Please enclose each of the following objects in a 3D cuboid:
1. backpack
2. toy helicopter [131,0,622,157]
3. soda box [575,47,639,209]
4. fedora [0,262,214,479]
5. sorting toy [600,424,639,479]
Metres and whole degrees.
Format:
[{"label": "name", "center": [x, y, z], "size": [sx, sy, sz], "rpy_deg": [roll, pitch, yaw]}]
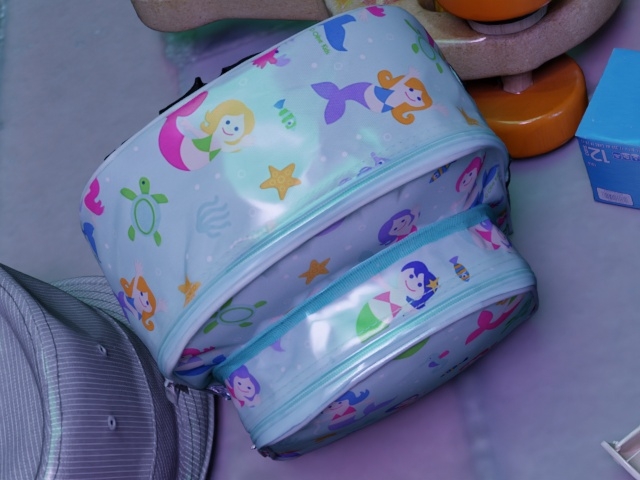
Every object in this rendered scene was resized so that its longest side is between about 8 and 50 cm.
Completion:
[{"label": "backpack", "center": [0.000, 0.000, 0.684], "size": [0.225, 0.253, 0.191], "rpy_deg": [-31, 69, -1]}, {"label": "toy helicopter", "center": [0.032, -0.190, 0.880], "size": [0.355, 0.140, 0.235], "rpy_deg": [5, 49, 24]}, {"label": "soda box", "center": [0.258, -0.050, 0.724], "size": [0.210, 0.067, 0.071], "rpy_deg": [13, 62, 30]}, {"label": "fedora", "center": [-0.192, 0.107, 0.764], "size": [0.244, 0.124, 0.275], "rpy_deg": [-14, 53, 9]}, {"label": "sorting toy", "center": [0.199, 0.110, 0.653], "size": [0.083, 0.045, 0.075], "rpy_deg": [-37, 57, -6]}]
